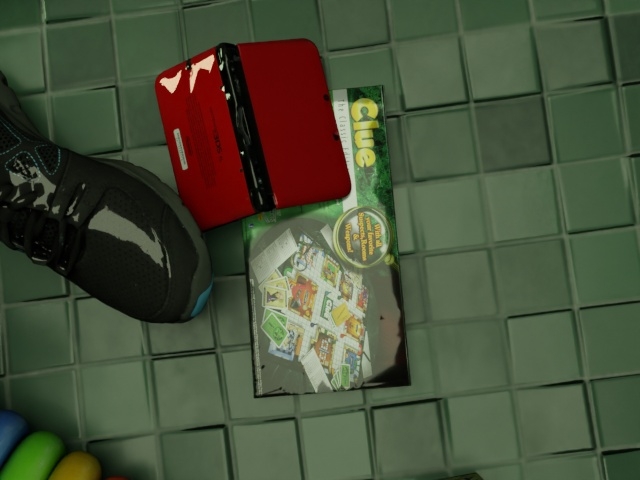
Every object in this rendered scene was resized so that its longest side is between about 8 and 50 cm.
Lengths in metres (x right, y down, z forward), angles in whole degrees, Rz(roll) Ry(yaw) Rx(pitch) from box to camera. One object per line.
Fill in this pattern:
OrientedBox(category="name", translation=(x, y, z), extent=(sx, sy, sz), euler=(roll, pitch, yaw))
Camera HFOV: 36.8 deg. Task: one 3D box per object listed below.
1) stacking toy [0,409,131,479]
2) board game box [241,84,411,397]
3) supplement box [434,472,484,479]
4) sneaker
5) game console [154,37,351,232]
OrientedBox(category="stacking toy", translation=(-0.233, 0.208, 0.772), extent=(0.330, 0.141, 0.141), euler=(24, 86, 1))
OrientedBox(category="board game box", translation=(0.000, 0.000, 0.830), extent=(0.136, 0.030, 0.260), euler=(-5, 84, 4))
OrientedBox(category="supplement box", translation=(0.112, 0.237, 0.774), extent=(0.056, 0.083, 0.083), euler=(-11, 83, 0))
OrientedBox(category="sneaker", translation=(-0.244, -0.029, 0.773), extent=(0.341, 0.139, 0.125), euler=(33, 119, 10))
OrientedBox(category="game console", translation=(-0.059, -0.089, 0.821), extent=(0.124, 0.085, 0.144), euler=(-18, 82, 32))
